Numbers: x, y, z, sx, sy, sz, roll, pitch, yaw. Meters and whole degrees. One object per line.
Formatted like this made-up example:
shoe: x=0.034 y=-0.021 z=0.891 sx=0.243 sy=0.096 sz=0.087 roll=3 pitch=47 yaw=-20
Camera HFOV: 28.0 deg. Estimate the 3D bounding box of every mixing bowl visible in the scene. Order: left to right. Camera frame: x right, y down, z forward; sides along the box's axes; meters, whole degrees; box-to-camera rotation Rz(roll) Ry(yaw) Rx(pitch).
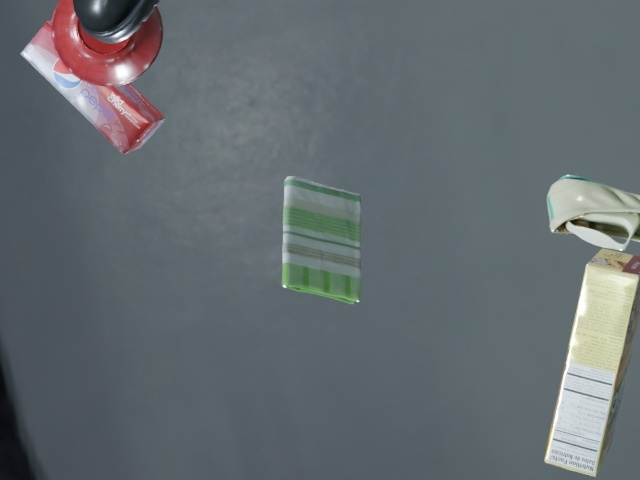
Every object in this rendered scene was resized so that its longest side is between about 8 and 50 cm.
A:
mixing bowl: x=-0.343 y=-0.338 z=2.043 sx=0.098 sy=0.181 sz=0.182 roll=-144 pitch=41 yaw=-82

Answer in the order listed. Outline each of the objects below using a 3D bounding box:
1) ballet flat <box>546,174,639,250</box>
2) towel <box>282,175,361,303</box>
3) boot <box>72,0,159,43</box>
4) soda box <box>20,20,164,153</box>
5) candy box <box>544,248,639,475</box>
ballet flat: x=0.410 y=-0.018 z=1.637 sx=0.086 sy=0.248 sz=0.086 roll=10 pitch=-90 yaw=-86
towel: x=0.000 y=0.000 z=1.624 sx=0.023 sy=0.113 sz=0.152 roll=-37 pitch=45 yaw=54
boot: x=-0.348 y=-0.502 z=1.611 sx=0.445 sy=0.146 sz=0.367 roll=29 pitch=-102 yaw=-54
soda box: x=-0.408 y=-0.278 z=2.310 sx=0.263 sy=0.083 sz=0.092 roll=44 pitch=-164 yaw=0
candy box: x=0.431 y=0.183 z=1.983 sx=0.183 sy=0.087 sz=0.317 roll=-20 pitch=-59 yaw=-68
